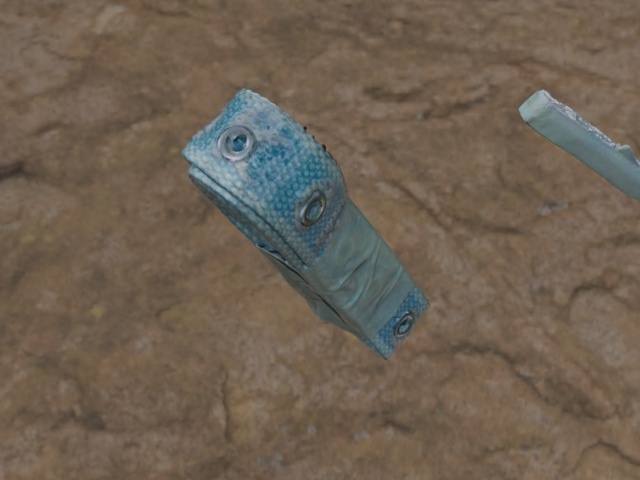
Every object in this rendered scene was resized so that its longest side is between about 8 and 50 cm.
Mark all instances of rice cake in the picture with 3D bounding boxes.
[{"bbox_3d":[0.265,-0.090,0.981,0.180,0.042,0.030,29,33,-26],"label":"rice cake"}]

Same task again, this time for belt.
[{"bbox_3d":[0.000,0.000,0.716,0.087,0.302,0.072,31,79,31],"label":"belt"}]
